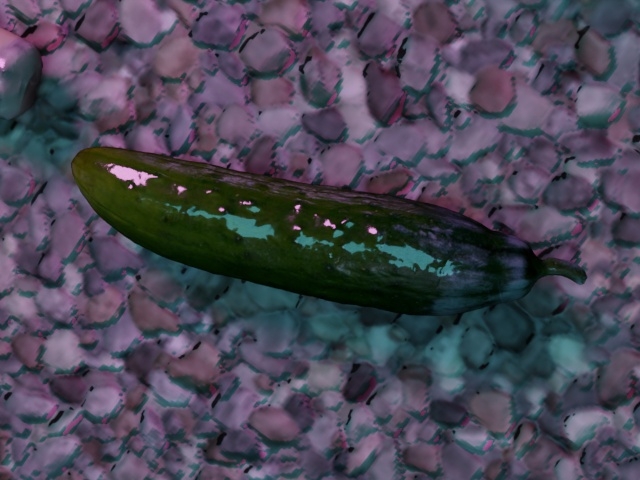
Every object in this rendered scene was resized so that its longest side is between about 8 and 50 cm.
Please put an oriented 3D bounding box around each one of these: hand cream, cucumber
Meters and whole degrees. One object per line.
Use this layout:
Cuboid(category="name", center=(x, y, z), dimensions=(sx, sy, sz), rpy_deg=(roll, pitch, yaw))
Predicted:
Cuboid(category="hand cream", center=(-0.202, -0.099, 0.758), dimensions=(0.143, 0.039, 0.061), rpy_deg=(24, 107, 13))
Cuboid(category="cucumber", center=(0.000, 0.000, 0.729), dimensions=(0.250, 0.056, 0.056), rpy_deg=(12, 99, 9))
